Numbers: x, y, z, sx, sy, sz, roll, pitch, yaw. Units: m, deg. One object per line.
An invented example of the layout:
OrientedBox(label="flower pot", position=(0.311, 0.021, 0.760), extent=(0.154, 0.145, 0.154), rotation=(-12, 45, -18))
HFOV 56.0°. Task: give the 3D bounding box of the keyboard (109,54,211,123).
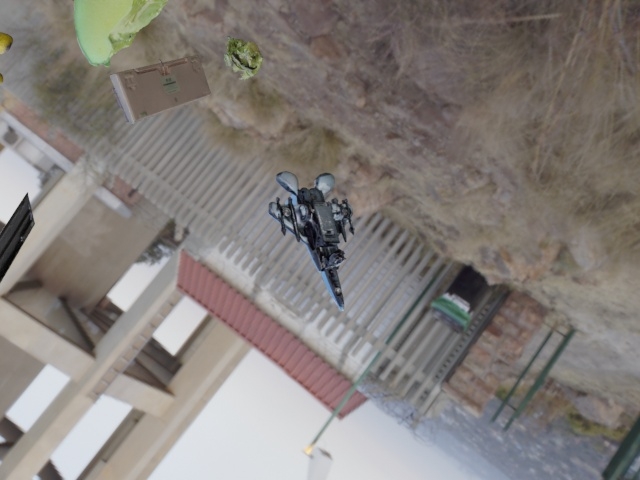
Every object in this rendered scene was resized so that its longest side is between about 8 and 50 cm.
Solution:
OrientedBox(label="keyboard", position=(-0.173, -0.172, 0.667), extent=(0.166, 0.017, 0.055), rotation=(-51, -52, -61))

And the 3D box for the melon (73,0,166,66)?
OrientedBox(label="melon", position=(-0.314, -0.438, 1.022), extent=(0.124, 0.323, 0.196), rotation=(58, -157, 0))

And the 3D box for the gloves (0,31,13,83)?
OrientedBox(label="gloves", position=(-0.475, -0.212, 0.611), extent=(0.116, 0.294, 0.133), rotation=(-1, 102, 51))

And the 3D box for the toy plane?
OrientedBox(label="toy plane", position=(0.004, -0.004, 0.987), extent=(0.169, 0.078, 0.247), rotation=(0, -125, -33))

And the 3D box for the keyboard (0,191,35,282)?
OrientedBox(label="keyboard", position=(-0.402, 0.026, 0.750), extent=(0.010, 0.198, 0.064), rotation=(11, 134, -5))

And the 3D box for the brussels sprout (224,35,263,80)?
OrientedBox(label="brussels sprout", position=(-0.137, -0.326, 1.066), extent=(0.058, 0.085, 0.085), rotation=(-21, 130, 36))
